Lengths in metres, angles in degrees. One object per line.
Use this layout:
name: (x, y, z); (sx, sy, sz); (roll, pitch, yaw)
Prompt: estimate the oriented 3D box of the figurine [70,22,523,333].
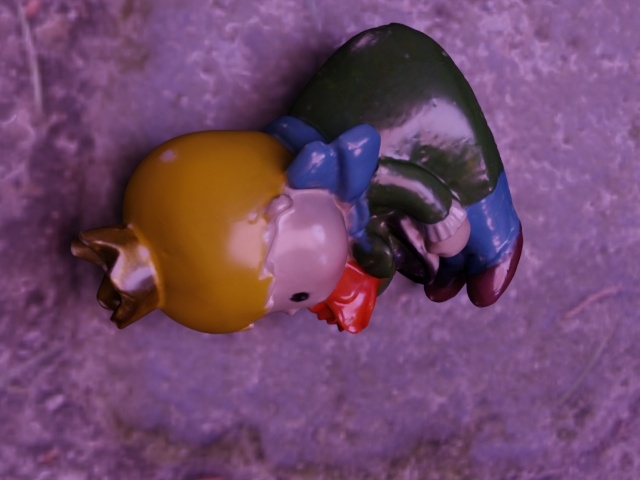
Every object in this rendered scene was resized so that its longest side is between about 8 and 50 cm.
figurine: (-0.007, 0.002, 0.889); (0.234, 0.127, 0.185); (-41, 122, -26)
